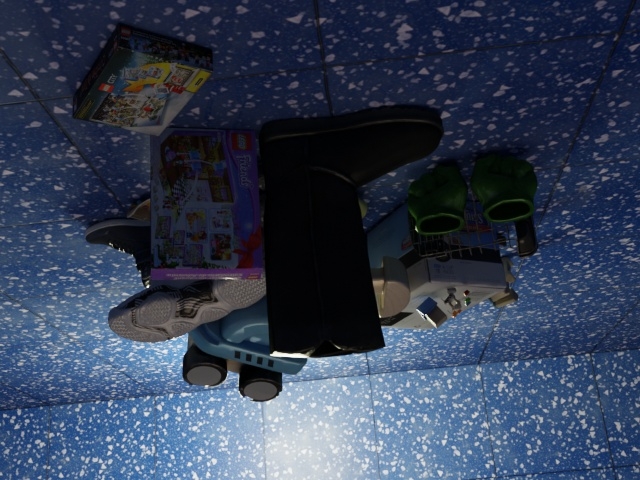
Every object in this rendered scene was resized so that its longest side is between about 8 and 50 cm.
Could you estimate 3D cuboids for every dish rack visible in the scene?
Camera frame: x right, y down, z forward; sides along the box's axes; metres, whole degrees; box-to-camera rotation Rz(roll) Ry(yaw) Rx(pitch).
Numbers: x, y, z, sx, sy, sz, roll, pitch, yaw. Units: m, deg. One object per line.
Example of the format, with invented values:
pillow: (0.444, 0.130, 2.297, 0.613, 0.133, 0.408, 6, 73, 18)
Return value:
dish rack: (0.333, -0.050, 1.804, 0.271, 0.208, 0.074, -10, 146, 15)

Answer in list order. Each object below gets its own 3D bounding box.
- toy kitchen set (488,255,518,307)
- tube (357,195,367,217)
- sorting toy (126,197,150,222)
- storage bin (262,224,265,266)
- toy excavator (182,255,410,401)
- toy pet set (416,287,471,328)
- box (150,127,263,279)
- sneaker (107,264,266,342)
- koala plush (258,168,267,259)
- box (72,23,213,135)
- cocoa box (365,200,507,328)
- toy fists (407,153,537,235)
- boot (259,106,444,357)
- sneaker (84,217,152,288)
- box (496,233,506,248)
toy kitchen set: (0.455, 0.086, 2.283, 0.122, 0.166, 0.207, -23, 130, 27)
tube: (0.022, -0.106, 1.781, 0.070, 0.062, 0.240, -29, 149, 19)
sorting toy: (-0.378, -0.074, 1.804, 0.075, 0.045, 0.083, -31, 147, 34)
storage bin: (-0.119, 0.103, 2.045, 0.260, 0.123, 0.262, -27, 131, 26)
toy excavator: (-0.067, 0.171, 1.872, 0.432, 0.222, 0.445, 17, 133, -20)
toy pet set: (0.286, 0.146, 1.878, 0.114, 0.065, 0.122, -41, 159, -4)
box: (-0.215, -0.070, 1.501, 0.200, 0.293, 0.057, 1, 156, -12)
sneaker: (-0.304, 0.088, 1.819, 0.365, 0.210, 0.137, -20, 133, -2)
koala plush: (-0.165, -0.027, 1.678, 0.196, 0.221, 0.203, -13, 144, 43)
box: (-0.300, -0.259, 1.347, 0.159, 0.044, 0.233, 9, 154, -32)
cocoa box: (0.257, 0.063, 2.020, 0.231, 0.228, 0.347, 6, 155, -25)
toy fists: (0.322, -0.108, 1.733, 0.279, 0.142, 0.096, -12, 141, 17)
boot: (0.071, -0.011, 1.502, 0.367, 0.445, 0.146, -6, 158, 4)
sneaker: (-0.446, 0.034, 1.895, 0.226, 0.163, 0.086, -4, 160, 2)
box: (0.380, 0.028, 2.217, 0.136, 0.037, 0.225, 11, 152, -35)
